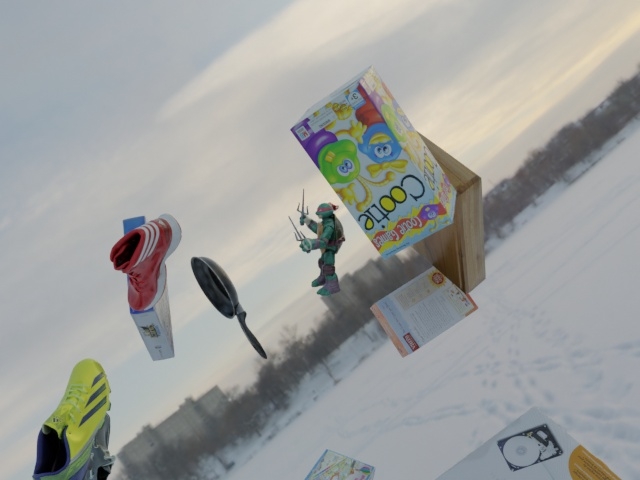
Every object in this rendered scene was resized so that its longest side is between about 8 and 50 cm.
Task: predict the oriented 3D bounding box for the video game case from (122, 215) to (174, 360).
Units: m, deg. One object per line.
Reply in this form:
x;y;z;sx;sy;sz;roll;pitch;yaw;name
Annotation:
-0.417;0.120;1.624;0.061;0.269;0.244;-11;-34;-6;video game case

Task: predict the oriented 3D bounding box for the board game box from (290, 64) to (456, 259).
0.098;-0.132;1.140;0.144;0.275;0.142;-31;15;25;board game box

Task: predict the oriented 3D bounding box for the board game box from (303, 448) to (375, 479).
0.026;0.449;1.218;0.154;0.103;0.026;-34;-45;-61;board game box

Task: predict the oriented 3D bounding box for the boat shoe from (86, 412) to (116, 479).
-0.557;0.579;1.685;0.099;0.319;0.116;-8;-38;8;boat shoe

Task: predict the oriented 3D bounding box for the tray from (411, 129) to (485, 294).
0.274;-0.052;1.524;0.076;0.203;0.411;-39;-33;-10;tray

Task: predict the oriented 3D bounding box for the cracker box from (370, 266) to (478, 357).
0.267;0.175;1.727;0.232;0.156;0.067;-29;-10;-18;cracker box

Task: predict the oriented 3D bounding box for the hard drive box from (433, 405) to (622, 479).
0.293;0.383;0.970;0.232;0.181;0.089;-32;-53;-13;hard drive box

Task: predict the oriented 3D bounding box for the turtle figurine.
0.000;0.000;1.542;0.118;0.234;0.175;-6;13;7;turtle figurine

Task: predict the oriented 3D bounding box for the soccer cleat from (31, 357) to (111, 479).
-0.489;0.351;1.311;0.093;0.289;0.121;-14;-41;16;soccer cleat

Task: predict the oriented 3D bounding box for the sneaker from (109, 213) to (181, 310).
-0.346;0.052;1.229;0.128;0.087;0.221;-22;-39;-54;sneaker

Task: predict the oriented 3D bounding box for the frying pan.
-0.239;0.152;1.753;0.053;0.326;0.197;-34;-41;-26;frying pan
